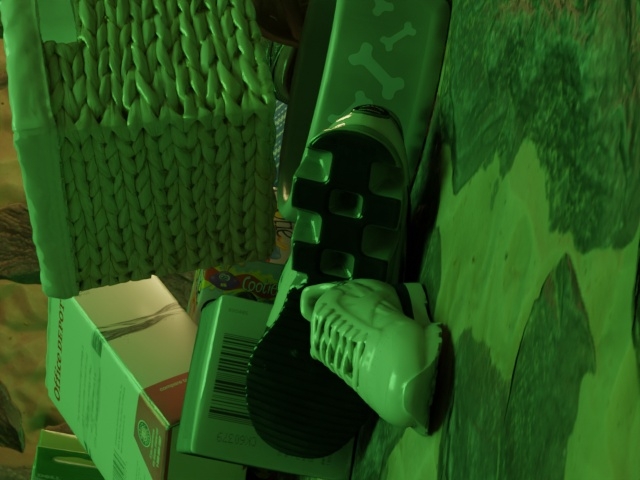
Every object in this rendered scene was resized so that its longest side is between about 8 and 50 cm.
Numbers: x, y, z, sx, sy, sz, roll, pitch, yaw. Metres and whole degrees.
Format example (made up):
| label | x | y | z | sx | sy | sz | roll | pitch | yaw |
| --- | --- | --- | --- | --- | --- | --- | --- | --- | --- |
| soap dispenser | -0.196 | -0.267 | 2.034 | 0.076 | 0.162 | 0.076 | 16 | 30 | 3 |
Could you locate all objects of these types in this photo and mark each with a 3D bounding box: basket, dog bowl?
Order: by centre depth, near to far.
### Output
| label | x | y | z | sx | sy | sz | roll | pitch | yaw |
| --- | --- | --- | --- | --- | --- | --- | --- | --- | --- |
| dog bowl | 0.037 | -0.162 | 1.804 | 0.349 | 0.102 | 0.348 | -170 | 90 | -83 |
| basket | -0.198 | -0.165 | 1.978 | 0.331 | 0.266 | 0.328 | 90 | 170 | -59 |

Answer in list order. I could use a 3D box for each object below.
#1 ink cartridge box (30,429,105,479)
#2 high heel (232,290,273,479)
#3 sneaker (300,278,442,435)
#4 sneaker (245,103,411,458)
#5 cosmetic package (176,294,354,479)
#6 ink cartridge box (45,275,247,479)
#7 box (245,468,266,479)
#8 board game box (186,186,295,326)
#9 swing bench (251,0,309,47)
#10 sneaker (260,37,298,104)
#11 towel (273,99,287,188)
| label | x | y | z | sx | sy | sz | roll | pitch | yaw |
| --- | --- | --- | --- | --- | --- | --- | --- | --- | --- |
| ink cartridge box | -0.320 | 0.304 | 2.422 | 0.209 | 0.109 | 0.062 | 108 | 171 | -52 |
| high heel | -0.049 | 0.207 | 2.078 | 0.186 | 0.093 | 0.261 | -131 | 30 | -49 |
| sneaker | 0.038 | 0.086 | 1.442 | 0.235 | 0.095 | 0.090 | -118 | 41 | -76 |
| sneaker | 0.024 | 0.035 | 1.636 | 0.146 | 0.122 | 0.330 | -58 | -16 | -64 |
| cosmetic package | -0.047 | 0.144 | 1.783 | 0.184 | 0.151 | 0.151 | 150 | 132 | -80 |
| ink cartridge box | -0.199 | 0.177 | 2.118 | 0.283 | 0.117 | 0.207 | 48 | 143 | 38 |
| box | -0.172 | 0.332 | 2.346 | 0.296 | 0.183 | 0.294 | -83 | 8 | -47 |
| board game box | -0.084 | 0.083 | 2.204 | 0.144 | 0.142 | 0.275 | -88 | 11 | -50 |
| swing bench | -0.006 | -0.372 | 2.068 | 0.254 | 0.165 | 0.253 | 125 | 144 | -71 |
| sneaker | -0.014 | -0.273 | 2.273 | 0.130 | 0.087 | 0.227 | 11 | 83 | 64 |
| towel | -0.059 | -0.128 | 2.341 | 0.243 | 0.040 | 0.336 | -40 | 25 | 25 |
